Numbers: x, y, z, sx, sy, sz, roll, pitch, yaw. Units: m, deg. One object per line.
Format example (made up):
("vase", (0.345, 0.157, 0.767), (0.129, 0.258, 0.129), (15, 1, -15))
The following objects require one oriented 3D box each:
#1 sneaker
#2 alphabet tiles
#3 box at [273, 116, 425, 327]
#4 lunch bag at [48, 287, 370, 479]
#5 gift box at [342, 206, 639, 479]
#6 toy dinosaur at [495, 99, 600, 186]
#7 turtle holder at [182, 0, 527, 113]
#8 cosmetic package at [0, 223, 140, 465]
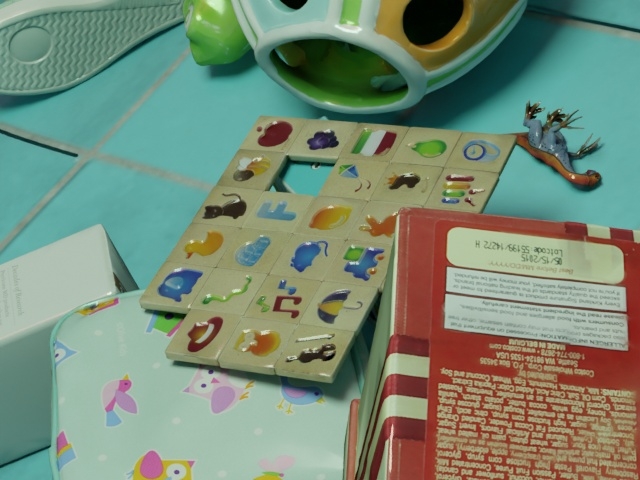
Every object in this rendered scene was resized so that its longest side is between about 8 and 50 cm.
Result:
("sneaker", (-0.226, -0.226, 1.629), (0.256, 0.094, 0.151), (-25, 46, -14))
("alphabet tiles", (0.000, 0.000, 1.189), (0.198, 0.009, 0.237), (7, 45, 26))
("box", (0.051, 0.016, 1.240), (0.060, 0.100, 0.244), (-33, 42, -10))
("lunch bag", (-0.054, 0.145, 1.141), (0.224, 0.108, 0.279), (-10, 43, -3))
("gift box", (0.136, 0.141, 0.916), (0.255, 0.258, 0.276), (10, 50, 1))
("toy dinosaur", (0.173, -0.063, 1.324), (0.090, 0.047, 0.082), (-40, 40, 37))
("turtle holder", (0.015, -0.228, 1.409), (0.320, 0.243, 0.227), (9, 68, 22))
("cosmetic package", (-0.233, 0.091, 1.291), (0.231, 0.117, 0.085), (-22, 42, 2))
